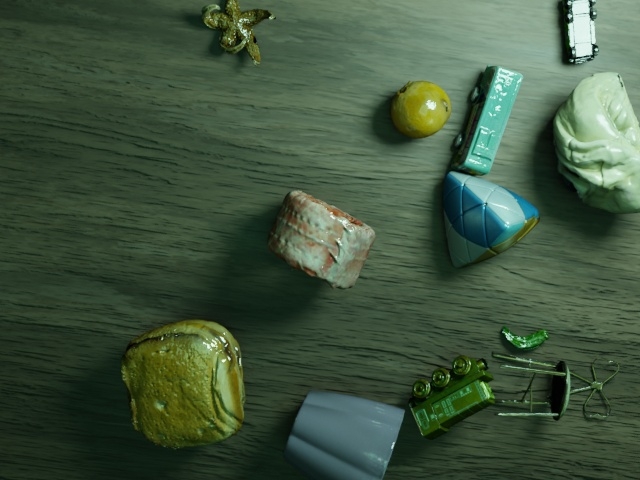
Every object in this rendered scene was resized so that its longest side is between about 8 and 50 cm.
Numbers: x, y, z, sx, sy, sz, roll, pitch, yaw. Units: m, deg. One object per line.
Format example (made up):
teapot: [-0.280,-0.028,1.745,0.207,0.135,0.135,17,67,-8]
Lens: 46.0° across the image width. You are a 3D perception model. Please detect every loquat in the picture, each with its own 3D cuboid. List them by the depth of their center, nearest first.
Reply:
loquat: [0.236,-0.309,1.768,0.141,0.141,0.141,0,98,-2]

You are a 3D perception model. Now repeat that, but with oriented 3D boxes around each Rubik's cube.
Rubik's cube: [0.363,-0.049,1.816,0.254,0.254,0.255,0,98,-2]

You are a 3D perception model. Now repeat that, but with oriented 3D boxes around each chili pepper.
chili pepper: [0.515,0.248,1.902,0.117,0.035,0.056,4,85,7]

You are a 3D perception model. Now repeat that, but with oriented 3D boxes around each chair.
chair: [0.585,0.365,1.860,0.325,0.170,0.160,7,95,3]

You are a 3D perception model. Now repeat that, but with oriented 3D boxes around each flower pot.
flower pot: [0.049,0.493,1.825,0.243,0.265,0.265,19,97,9]

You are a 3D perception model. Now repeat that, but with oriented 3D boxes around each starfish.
starfish: [-0.180,-0.501,1.758,0.146,0.074,0.190,-34,97,4]

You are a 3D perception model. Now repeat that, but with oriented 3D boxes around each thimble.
thimble: [0.000,0.000,1.754,0.239,0.239,0.162,27,96,-5]

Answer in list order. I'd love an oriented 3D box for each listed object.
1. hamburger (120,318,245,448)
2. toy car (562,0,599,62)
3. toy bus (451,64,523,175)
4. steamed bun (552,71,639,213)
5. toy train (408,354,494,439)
hamburger: [-0.326,0.342,1.815,0.284,0.174,0.305,-4,98,1]
toy car: [0.613,-0.504,1.788,0.071,0.062,0.165,-7,97,0]
toy bus: [0.393,-0.282,1.792,0.091,0.109,0.262,15,98,-10]
steamed bun: [0.645,-0.205,1.744,0.206,0.275,0.320,-17,68,28]
toy train: [0.324,0.379,1.841,0.225,0.090,0.137,-34,54,20]
